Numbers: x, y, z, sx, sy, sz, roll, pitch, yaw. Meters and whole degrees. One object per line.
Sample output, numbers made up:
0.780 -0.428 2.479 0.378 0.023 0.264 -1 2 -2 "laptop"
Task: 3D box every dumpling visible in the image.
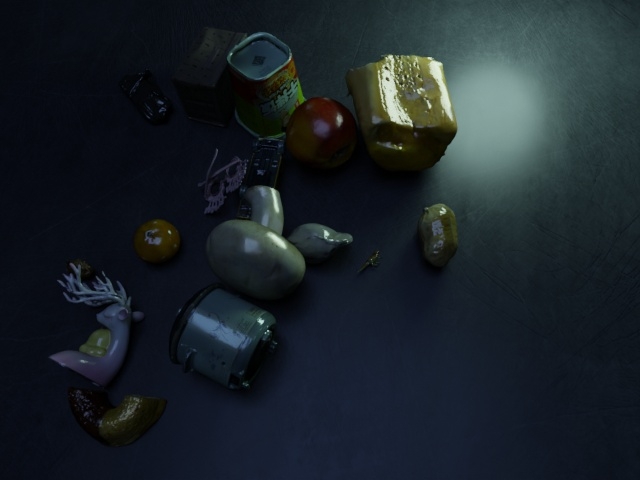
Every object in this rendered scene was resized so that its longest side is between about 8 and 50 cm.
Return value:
0.000 0.000 1.660 0.247 0.142 0.172 5 25 32 "dumpling"

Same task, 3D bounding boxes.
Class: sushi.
-0.817 0.092 1.710 0.118 0.061 0.060 15 91 4 "sushi"

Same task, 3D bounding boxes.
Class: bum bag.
-0.705 -0.598 2.047 0.142 0.080 0.326 -37 67 -10 "bum bag"

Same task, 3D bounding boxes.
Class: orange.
-0.555 0.002 1.702 0.156 0.124 0.156 -3 60 6 "orange"

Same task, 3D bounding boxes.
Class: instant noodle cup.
-0.202 -0.572 1.866 0.293 0.308 0.294 -2 62 4 "instant noodle cup"

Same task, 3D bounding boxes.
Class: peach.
-0.001 -0.386 1.793 0.280 0.238 0.281 -2 64 5 "peach"

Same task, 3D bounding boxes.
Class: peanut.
0.381 -0.021 1.638 0.129 0.129 0.224 -4 60 2 "peanut"

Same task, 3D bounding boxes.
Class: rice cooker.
-0.290 0.277 1.464 0.316 0.264 0.317 8 42 -7 "rice cooker"

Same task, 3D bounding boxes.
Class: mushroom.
-0.217 0.031 1.540 0.315 0.315 0.356 -29 85 -10 "mushroom"

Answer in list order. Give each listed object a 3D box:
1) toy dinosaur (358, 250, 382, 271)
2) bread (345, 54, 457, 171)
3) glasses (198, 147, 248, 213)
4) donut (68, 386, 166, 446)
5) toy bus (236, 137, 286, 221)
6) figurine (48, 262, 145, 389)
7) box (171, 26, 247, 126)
0.169 0.074 1.661 0.041 0.026 0.113 28 59 24 "toy dinosaur"
0.280 -0.429 1.790 0.360 0.250 0.394 -3 67 -10 "bread"
-0.350 -0.210 1.761 0.255 0.095 0.162 -45 52 23 "glasses"
-0.621 0.506 1.455 0.294 0.112 0.151 5 60 8 "donut"
-0.201 -0.205 1.780 0.121 0.123 0.336 5 63 9 "toy bus"
-0.701 0.247 1.551 0.284 0.206 0.316 26 61 5 "figurine"
-0.409 -0.641 1.963 0.190 0.225 0.297 16 64 12 "box"
